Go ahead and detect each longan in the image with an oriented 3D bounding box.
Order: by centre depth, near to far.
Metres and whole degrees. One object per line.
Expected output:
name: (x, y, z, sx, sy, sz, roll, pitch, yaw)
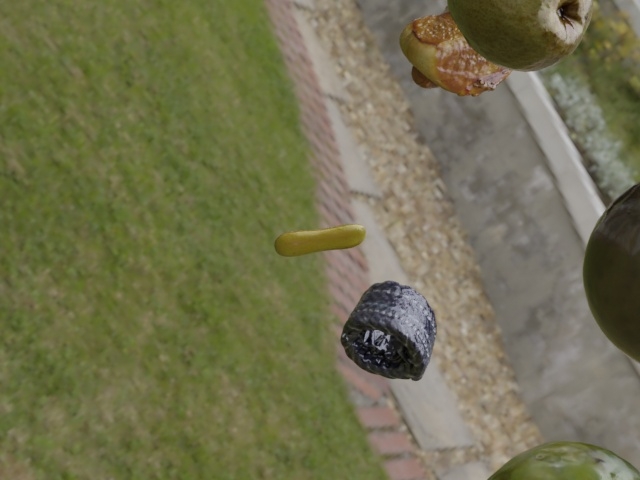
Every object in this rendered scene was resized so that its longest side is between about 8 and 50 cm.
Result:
longan: (0.489, 0.040, 1.585, 0.297, 0.297, 0.297, 45, 23, -26)

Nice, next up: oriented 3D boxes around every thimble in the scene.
thimble: (0.071, 0.094, 1.264, 0.104, 0.095, 0.066, 58, 42, -38)

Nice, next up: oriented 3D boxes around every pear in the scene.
pear: (0.305, -0.351, 1.806, 0.228, 0.188, 0.211, 49, -6, -39)

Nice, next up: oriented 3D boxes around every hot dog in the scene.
hot dog: (0.279, -0.362, 2.271, 0.150, 0.257, 0.153, 55, -16, 41)

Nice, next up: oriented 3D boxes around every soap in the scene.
soap: (0.000, 0.000, 1.153, 0.034, 0.089, 0.012, 90, -11, -47)

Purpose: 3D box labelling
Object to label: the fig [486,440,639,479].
fig: (0.249, 0.309, 1.061, 0.233, 0.233, 0.314, 39, -9, -37)
